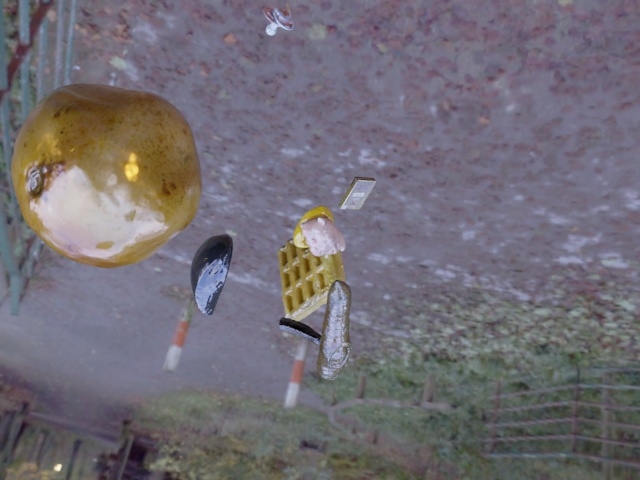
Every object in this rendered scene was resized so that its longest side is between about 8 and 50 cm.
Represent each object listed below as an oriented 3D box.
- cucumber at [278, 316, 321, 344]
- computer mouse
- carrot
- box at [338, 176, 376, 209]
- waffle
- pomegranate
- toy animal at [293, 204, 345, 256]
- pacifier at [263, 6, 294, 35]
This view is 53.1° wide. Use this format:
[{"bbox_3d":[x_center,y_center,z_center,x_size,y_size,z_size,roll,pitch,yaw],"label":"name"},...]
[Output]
[{"bbox_3d":[-0.043,0.200,1.435,0.134,0.034,0.033,13,144,37],"label":"cucumber"},{"bbox_3d":[-0.290,0.081,1.637,0.086,0.138,0.270,11,141,-14],"label":"computer mouse"},{"bbox_3d":[0.031,0.184,1.270,0.070,0.070,0.342,11,141,5],"label":"carrot"},{"bbox_3d":[0.128,-0.163,2.214,0.090,0.023,0.133,-1,135,-36],"label":"box"},{"bbox_3d":[-0.027,0.077,1.723,0.055,0.221,0.248,8,151,-33],"label":"waffle"},{"bbox_3d":[-0.442,-0.151,1.383,0.416,0.417,0.417,11,157,5],"label":"pomegranate"},{"bbox_3d":[0.000,0.000,1.214,0.091,0.082,0.114,-30,125,-4],"label":"toy animal"},{"bbox_3d":[-0.113,-0.562,1.663,0.099,0.081,0.078,-9,153,-50],"label":"pacifier"}]
